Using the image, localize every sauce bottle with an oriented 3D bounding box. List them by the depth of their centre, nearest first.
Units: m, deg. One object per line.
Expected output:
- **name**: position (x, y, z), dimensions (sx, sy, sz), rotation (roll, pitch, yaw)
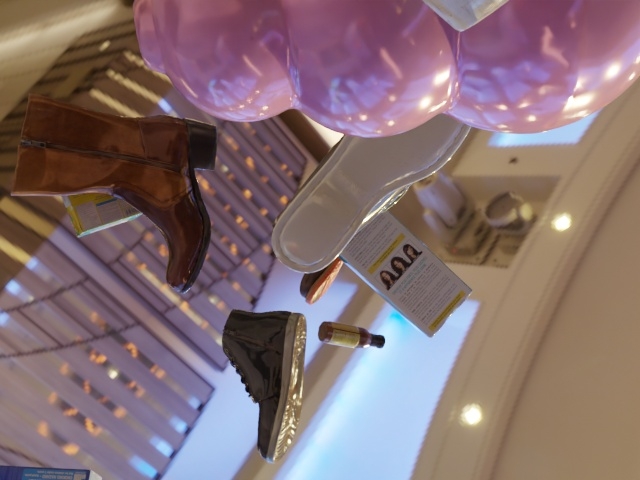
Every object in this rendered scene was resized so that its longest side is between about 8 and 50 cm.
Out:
- **sauce bottle**: position (0.058, 0.176, 1.709), dimensions (0.042, 0.128, 0.042), rotation (-40, -138, 50)

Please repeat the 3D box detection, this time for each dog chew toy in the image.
- **dog chew toy**: position (0.048, -0.158, 0.604), dimensions (0.332, 0.206, 0.206), rotation (-10, -147, -4)

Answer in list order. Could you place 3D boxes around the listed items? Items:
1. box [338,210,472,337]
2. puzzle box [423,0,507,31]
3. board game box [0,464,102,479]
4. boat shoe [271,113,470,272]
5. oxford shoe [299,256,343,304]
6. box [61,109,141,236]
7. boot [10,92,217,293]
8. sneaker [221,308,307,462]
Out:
- **box**: position (0.106, 0.031, 1.429), dimensions (0.100, 0.244, 0.060), rotation (-47, -172, -5)
- **puzzle box**: position (0.059, -0.316, 0.387), dimensions (0.409, 0.272, 0.052), rotation (-57, -166, -24)
- **board game box**: position (-0.506, 0.491, 1.376), dimensions (0.319, 0.066, 0.318), rotation (1, -116, 5)
- **boat shoe**: position (0.061, -0.089, 1.111), dimensions (0.305, 0.109, 0.091), rotation (-45, -173, 10)
- **oxford shoe**: position (0.000, 0.000, 1.596), dimensions (0.271, 0.098, 0.097), rotation (-67, -178, -47)
- **box**: position (-0.355, -0.105, 1.441), dimensions (0.105, 0.179, 0.043), rotation (-21, 179, -30)
- **boot**: position (-0.297, -0.063, 1.352), dimensions (0.096, 0.281, 0.264), rotation (-164, -100, -68)
- **sneaker**: position (-0.091, 0.212, 1.400), dimensions (0.118, 0.083, 0.222), rotation (5, -99, 18)
